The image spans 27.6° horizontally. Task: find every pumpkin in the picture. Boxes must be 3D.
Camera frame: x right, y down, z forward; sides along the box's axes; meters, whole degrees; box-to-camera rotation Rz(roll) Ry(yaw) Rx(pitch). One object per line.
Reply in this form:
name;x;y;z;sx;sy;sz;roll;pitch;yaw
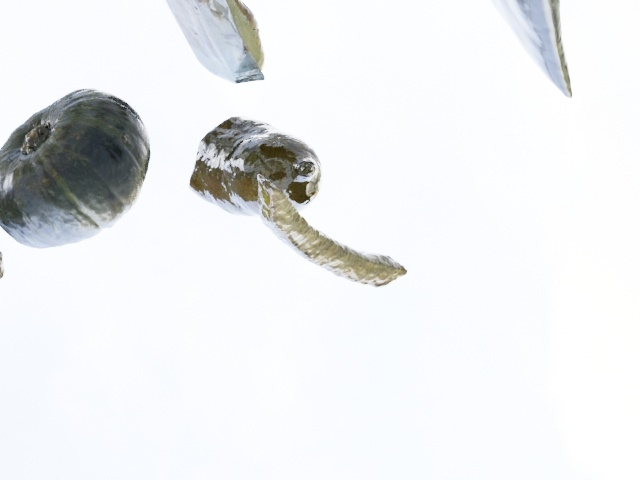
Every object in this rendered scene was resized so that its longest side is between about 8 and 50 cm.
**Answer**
pumpkin;-0.314;-0.087;1.644;0.157;0.224;0.223;53;-152;-33

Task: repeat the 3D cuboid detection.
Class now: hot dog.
hot dog;-0.158;-0.333;1.881;0.162;0.082;0.270;34;161;35

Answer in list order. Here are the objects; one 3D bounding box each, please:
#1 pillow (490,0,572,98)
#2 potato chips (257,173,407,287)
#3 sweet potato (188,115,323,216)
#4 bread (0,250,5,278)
pillow;0.211;-0.285;1.415;0.212;0.052;0.208;63;-177;33
potato chips;0.000;0.000;1.936;0.057;0.080;0.407;48;-170;36
sweet potato;-0.091;-0.105;2.037;0.158;0.158;0.370;35;174;-33
bread;-0.474;0.050;1.782;0.060;0.113;0.082;26;172;28
